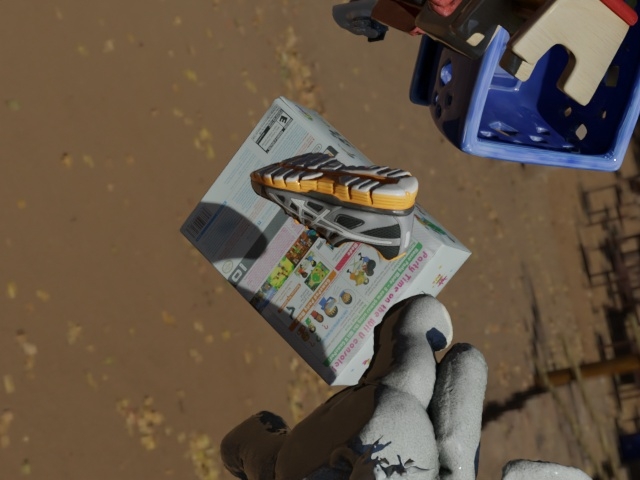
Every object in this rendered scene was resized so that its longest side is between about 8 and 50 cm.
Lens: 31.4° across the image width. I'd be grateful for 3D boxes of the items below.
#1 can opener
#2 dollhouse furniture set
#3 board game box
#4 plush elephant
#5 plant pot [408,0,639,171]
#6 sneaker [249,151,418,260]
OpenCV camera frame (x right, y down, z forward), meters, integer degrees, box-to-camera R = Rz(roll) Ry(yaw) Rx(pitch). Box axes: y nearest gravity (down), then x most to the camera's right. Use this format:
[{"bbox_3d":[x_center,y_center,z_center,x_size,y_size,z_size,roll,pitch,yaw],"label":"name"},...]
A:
[{"bbox_3d":[0.138,-0.330,1.558,0.074,0.280,0.093,37,62,-47],"label":"can opener"},{"bbox_3d":[0.083,-0.258,0.892,0.201,0.152,0.374,29,6,-28],"label":"dollhouse furniture set"},{"bbox_3d":[0.000,0.000,1.425,0.303,0.224,0.097,45,15,27],"label":"board game box"},{"bbox_3d":[0.093,0.246,1.028,0.255,0.272,0.330,50,1,-16],"label":"plush elephant"},{"bbox_3d":[0.246,-0.231,1.376,0.212,0.236,0.236,44,-56,58],"label":"plant pot"},{"bbox_3d":[0.007,-0.036,1.152,0.084,0.215,0.083,-26,120,-37],"label":"sneaker"}]
